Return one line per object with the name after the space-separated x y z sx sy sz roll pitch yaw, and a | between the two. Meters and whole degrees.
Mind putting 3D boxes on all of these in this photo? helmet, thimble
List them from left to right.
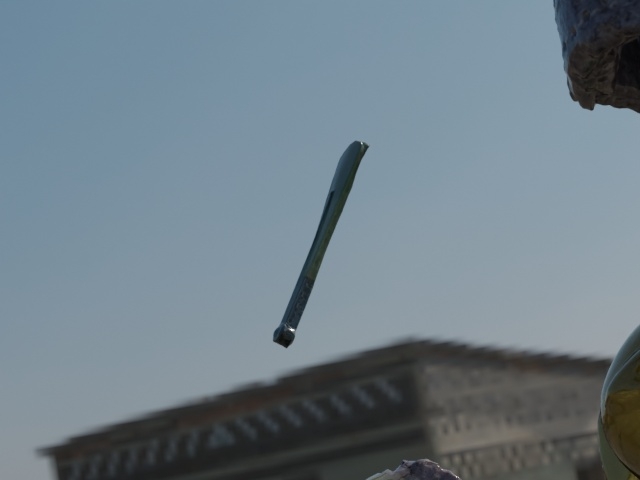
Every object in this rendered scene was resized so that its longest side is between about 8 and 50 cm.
0.242 -0.161 1.359 0.150 0.098 0.150 -4 -24 -2 | thimble
0.326 0.133 1.659 0.257 0.205 0.140 -29 -38 26 | helmet

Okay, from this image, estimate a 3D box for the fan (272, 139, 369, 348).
0.000 0.000 1.453 0.016 0.193 0.038 28 -32 -12 | fan

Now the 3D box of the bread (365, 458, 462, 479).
0.043 0.303 1.313 0.187 0.155 0.338 -36 -25 -19 | bread
